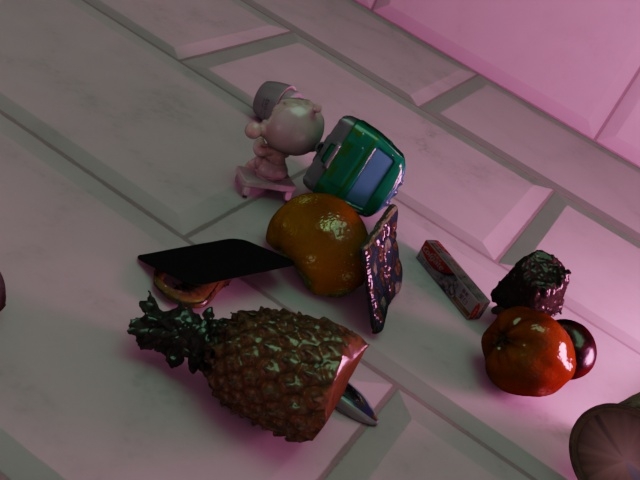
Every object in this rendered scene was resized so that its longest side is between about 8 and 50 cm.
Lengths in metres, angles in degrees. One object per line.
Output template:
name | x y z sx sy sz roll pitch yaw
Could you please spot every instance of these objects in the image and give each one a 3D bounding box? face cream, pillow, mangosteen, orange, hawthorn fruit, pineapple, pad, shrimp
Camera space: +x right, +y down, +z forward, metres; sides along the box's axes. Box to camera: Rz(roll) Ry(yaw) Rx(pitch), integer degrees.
face cream | -0.108 -0.349 2.306 0.104 0.117 0.117 28 29 16
pillow | 0.125 0.054 1.796 0.034 0.189 0.255 0 22 17
mangosteen | 0.521 0.230 1.888 0.140 0.140 0.140 19 30 -12
orange | 0.000 -0.006 1.804 0.179 0.158 0.237 -15 49 -28
hawthorn fruit | 0.411 0.220 1.758 0.189 0.189 0.189 19 30 -12
pineapple | -0.124 0.173 1.402 0.362 0.202 0.202 22 29 8
pad | -0.191 0.036 1.679 0.181 0.004 0.267 22 22 39
shrimp | -0.235 0.069 1.634 0.124 0.034 0.178 24 31 10

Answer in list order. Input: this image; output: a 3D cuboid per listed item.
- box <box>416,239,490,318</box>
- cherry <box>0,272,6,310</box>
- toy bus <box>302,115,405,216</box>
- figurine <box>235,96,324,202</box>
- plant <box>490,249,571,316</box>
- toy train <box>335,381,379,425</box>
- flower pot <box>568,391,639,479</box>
box | 0.292 0.084 1.995 0.039 0.055 0.218 3 37 -37
cherry | -0.536 0.086 1.308 0.148 0.115 0.188 53 18 -40
toy bus | 0.087 -0.168 2.016 0.199 0.183 0.343 32 10 0
figurine | -0.084 -0.214 1.971 0.182 0.257 0.144 20 32 -15
plant | 0.446 0.124 1.921 0.131 0.203 0.142 -25 64 -37
toy train | -0.001 0.232 1.537 0.252 0.048 0.055 32 32 9
flower pot | 0.584 0.355 1.609 0.212 0.212 0.202 41 40 25
